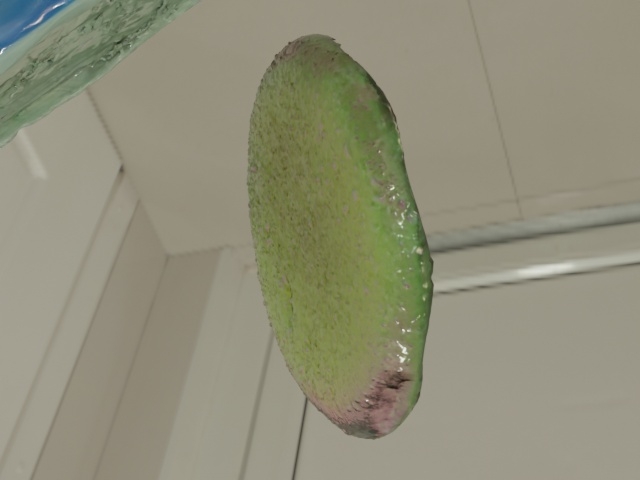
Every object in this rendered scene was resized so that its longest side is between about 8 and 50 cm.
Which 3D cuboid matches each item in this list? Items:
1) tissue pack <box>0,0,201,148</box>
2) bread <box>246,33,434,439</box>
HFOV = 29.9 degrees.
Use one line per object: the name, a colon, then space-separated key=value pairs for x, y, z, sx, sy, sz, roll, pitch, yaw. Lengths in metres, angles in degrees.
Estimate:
tissue pack: x=-0.180 y=-0.178 z=0.498 sx=0.263 sy=0.198 sz=0.146 roll=51 pitch=162 yaw=-2
bread: x=0.000 y=0.000 z=0.662 sx=0.033 sy=0.228 sz=0.228 roll=-10 pitch=132 yaw=-20
